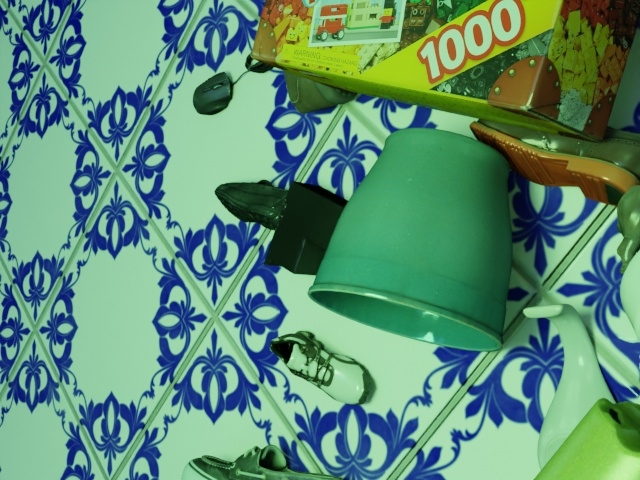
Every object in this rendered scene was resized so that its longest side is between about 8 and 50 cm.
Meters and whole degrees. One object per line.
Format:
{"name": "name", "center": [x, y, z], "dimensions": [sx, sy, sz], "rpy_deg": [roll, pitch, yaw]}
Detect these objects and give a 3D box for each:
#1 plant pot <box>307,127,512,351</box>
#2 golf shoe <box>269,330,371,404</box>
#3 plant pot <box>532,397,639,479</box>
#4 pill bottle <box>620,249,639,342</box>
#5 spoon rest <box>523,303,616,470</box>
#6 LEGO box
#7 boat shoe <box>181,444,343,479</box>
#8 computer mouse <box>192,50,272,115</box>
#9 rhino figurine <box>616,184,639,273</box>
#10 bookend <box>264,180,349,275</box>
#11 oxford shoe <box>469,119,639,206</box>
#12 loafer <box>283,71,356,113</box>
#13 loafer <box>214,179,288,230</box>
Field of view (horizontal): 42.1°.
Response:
{"name": "plant pot", "center": [0.147, -0.006, 1.159], "dimensions": [0.272, 0.272, 0.255], "rpy_deg": [4, 71, 44]}
{"name": "golf shoe", "center": [-0.006, 0.214, 1.370], "dimensions": [0.198, 0.094, 0.077], "rpy_deg": [25, 100, 41]}
{"name": "plant pot", "center": [0.328, 0.325, 0.917], "dimensions": [0.276, 0.276, 0.254], "rpy_deg": [37, 108, 40]}
{"name": "pill bottle", "center": [0.433, 0.161, 0.742], "dimensions": [0.224, 0.224, 0.392], "rpy_deg": [-46, 34, 29]}
{"name": "spoon rest", "center": [0.331, 0.213, 1.075], "dimensions": [0.137, 0.084, 0.276], "rpy_deg": [-10, 91, 43]}
{"name": "LEGO box", "center": [0.173, -0.370, 1.112], "dimensions": [0.500, 0.193, 0.372], "rpy_deg": [21, 99, 44]}
{"name": "boat shoe", "center": [-0.091, 0.409, 1.425], "dimensions": [0.335, 0.121, 0.119], "rpy_deg": [8, 82, 33]}
{"name": "computer mouse", "center": [-0.176, -0.316, 1.638], "dimensions": [0.242, 0.041, 0.071], "rpy_deg": [-28, 65, 37]}
{"name": "rhino figurine", "center": [0.462, -0.032, 0.958], "dimensions": [0.243, 0.073, 0.106], "rpy_deg": [-12, 81, 22]}
{"name": "bookend", "center": [0.000, 0.000, 1.407], "dimensions": [0.157, 0.072, 0.156], "rpy_deg": [29, 105, 41]}
{"name": "oxford shoe", "center": [0.324, -0.130, 1.124], "dimensions": [0.271, 0.097, 0.098], "rpy_deg": [28, 80, 41]}
{"name": "loafer", "center": [-0.052, -0.382, 1.465], "dimensions": [0.130, 0.134, 0.365], "rpy_deg": [-31, 64, 36]}
{"name": "loafer", "center": [-0.116, -0.075, 1.537], "dimensions": [0.078, 0.076, 0.223], "rpy_deg": [-49, 37, -18]}
